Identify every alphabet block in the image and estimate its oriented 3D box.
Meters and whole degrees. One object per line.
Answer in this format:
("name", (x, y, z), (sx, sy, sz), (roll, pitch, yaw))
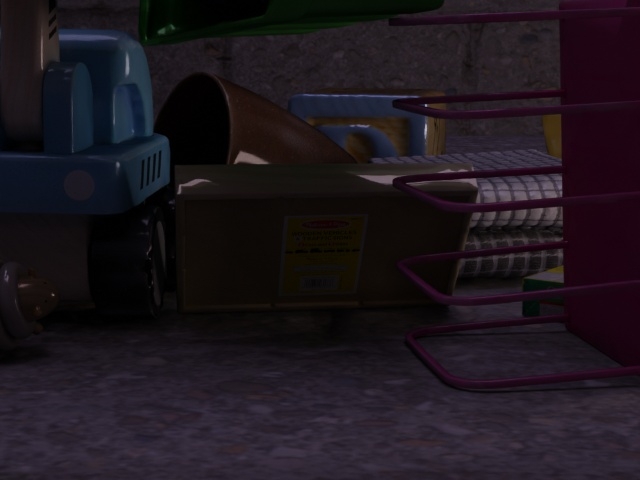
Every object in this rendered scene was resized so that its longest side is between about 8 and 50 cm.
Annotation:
("alphabet block", (0.068, -0.116, 1.764), (0.193, 0.192, 0.197), (4, 11, 13))

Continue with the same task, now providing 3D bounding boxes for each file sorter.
("file sorter", (0.160, -0.043, 1.007), (0.182, 0.290, 0.202), (-4, 10, -9))

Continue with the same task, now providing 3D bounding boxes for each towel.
("towel", (0.179, -0.026, 1.445), (0.235, 0.121, 0.284), (-3, 11, -11))

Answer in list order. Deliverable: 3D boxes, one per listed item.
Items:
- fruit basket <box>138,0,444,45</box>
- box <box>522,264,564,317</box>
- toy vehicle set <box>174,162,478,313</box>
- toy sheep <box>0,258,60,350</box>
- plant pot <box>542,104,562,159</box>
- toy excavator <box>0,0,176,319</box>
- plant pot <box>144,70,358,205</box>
("fruit basket", (-0.106, -0.316, 1.067), (0.392, 0.282, 0.392), (8, 1, 0))
("box", (0.282, 0.046, 1.223), (0.105, 0.043, 0.179), (7, 14, 38))
("toy vehicle set", (0.000, 0.000, 1.158), (0.267, 0.166, 0.035), (-1, 49, -8))
("toy sheep", (-0.277, 0.055, 1.029), (0.132, 0.091, 0.091), (-14, 9, 1))
("plant pot", (0.439, -0.126, 1.730), (0.239, 0.254, 0.254), (-13, 6, 15))
("toy excavator", (-0.255, -0.146, 1.131), (0.222, 0.445, 0.433), (0, 9, 4))
("plant pot", (-0.070, -0.079, 1.576), (0.230, 0.215, 0.215), (11, 2, -33))
